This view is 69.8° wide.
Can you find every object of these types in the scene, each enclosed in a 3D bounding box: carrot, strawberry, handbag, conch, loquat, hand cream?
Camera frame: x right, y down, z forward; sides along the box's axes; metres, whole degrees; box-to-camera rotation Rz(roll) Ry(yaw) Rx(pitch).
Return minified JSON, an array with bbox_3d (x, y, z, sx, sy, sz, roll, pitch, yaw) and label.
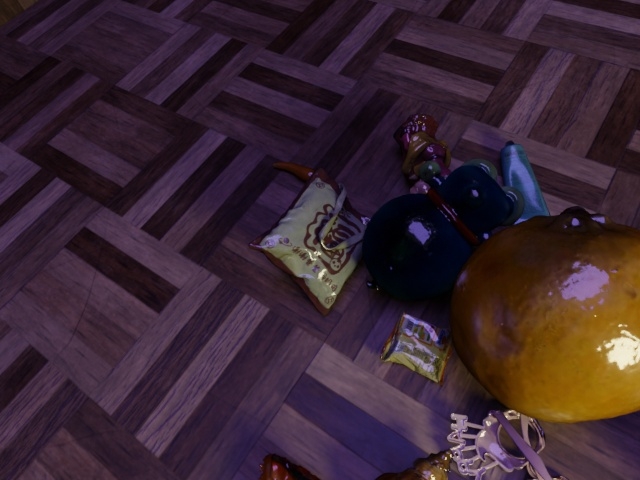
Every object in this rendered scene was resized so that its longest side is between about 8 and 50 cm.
[{"bbox_3d":[-0.056,-0.167,1.105,0.142,0.035,0.035,24,65,29],"label":"carrot"},{"bbox_3d":[-0.023,0.426,0.705,0.192,0.085,0.140,8,78,41],"label":"strawberry"},{"bbox_3d":[0.000,0.000,0.931,0.213,0.127,0.235,44,63,-12],"label":"handbag"},{"bbox_3d":[0.113,0.402,0.702,0.232,0.080,0.086,-24,50,-5],"label":"conch"},{"bbox_3d":[0.361,0.110,0.699,0.328,0.328,0.328,-4,58,6],"label":"loquat"},{"bbox_3d":[0.439,-0.123,0.999,0.083,0.048,0.224,-6,64,6],"label":"hand cream"}]

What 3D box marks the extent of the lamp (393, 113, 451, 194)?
[{"bbox_3d":[0.234,-0.160,1.012,0.118,0.118,0.253,-11,64,2],"label":"lamp"}]

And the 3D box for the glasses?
[{"bbox_3d":[0.299,0.365,0.689,0.162,0.095,0.255,-24,55,0],"label":"glasses"}]

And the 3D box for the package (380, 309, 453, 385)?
[{"bbox_3d":[0.183,0.194,0.847,0.120,0.031,0.108,21,65,14],"label":"package"}]

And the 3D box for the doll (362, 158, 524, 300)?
[{"bbox_3d":[0.203,-0.016,0.842,0.198,0.186,0.322,47,108,16],"label":"doll"}]
